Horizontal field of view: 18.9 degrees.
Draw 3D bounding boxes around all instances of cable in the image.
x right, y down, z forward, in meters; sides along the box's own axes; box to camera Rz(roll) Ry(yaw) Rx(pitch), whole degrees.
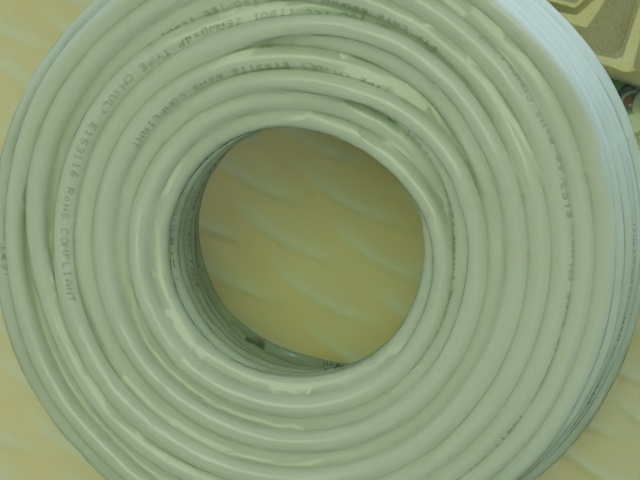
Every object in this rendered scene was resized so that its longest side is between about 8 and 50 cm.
[{"bbox_3d":[0.000,0.000,0.755,0.257,0.089,0.257,-29,91,13],"label":"cable"}]

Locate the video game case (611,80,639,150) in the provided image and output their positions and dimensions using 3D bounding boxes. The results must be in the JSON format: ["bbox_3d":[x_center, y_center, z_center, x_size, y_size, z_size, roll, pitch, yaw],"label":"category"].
[{"bbox_3d":[0.169,-0.128,0.813,0.227,0.026,0.206,-22,77,4],"label":"video game case"}]

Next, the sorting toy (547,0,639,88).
[{"bbox_3d":[0.077,-0.176,0.808,0.208,0.038,0.193,18,84,8],"label":"sorting toy"}]
